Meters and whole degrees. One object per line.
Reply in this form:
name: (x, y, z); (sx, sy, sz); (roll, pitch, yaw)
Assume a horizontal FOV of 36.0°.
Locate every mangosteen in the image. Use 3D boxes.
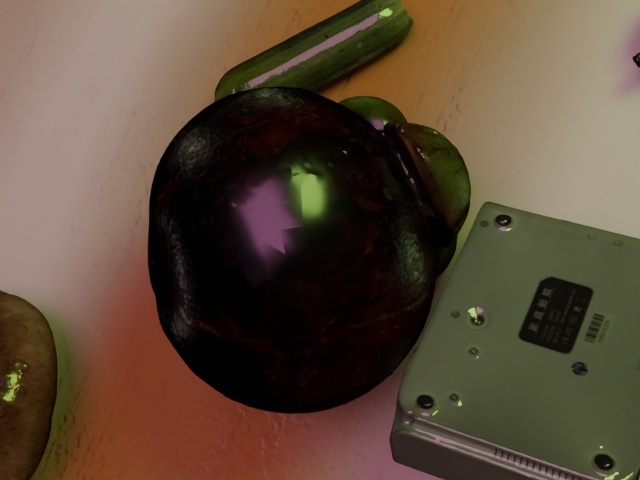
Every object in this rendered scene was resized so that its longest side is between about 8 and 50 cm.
mangosteen: (-0.012, 0.009, 0.895); (0.300, 0.300, 0.300); (-4, 76, 18)

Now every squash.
squash: (-0.011, -0.192, 1.045); (0.229, 0.066, 0.066); (-27, 70, 9)

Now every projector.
projector: (0.192, 0.098, 0.839); (0.198, 0.108, 0.250); (16, 59, 22)

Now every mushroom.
mushroom: (-0.396, 0.176, 1.044); (0.278, 0.146, 0.278); (-8, 69, 22)

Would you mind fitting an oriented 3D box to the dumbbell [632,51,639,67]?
dumbbell: (0.375, -0.228, 0.903); (0.208, 0.099, 0.099); (-37, 69, 8)
